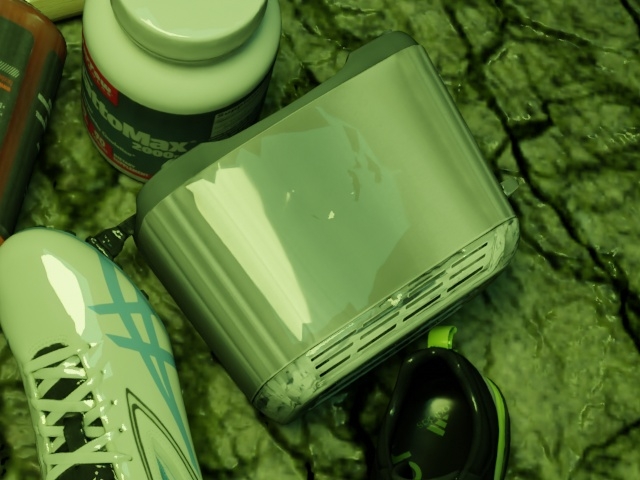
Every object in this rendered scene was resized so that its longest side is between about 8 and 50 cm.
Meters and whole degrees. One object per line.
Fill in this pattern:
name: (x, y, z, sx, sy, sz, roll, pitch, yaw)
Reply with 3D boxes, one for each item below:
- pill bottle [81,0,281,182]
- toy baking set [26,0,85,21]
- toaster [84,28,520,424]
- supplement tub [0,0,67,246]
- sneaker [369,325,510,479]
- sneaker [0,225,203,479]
pill bottle: (-0.078, -0.108, 0.913, 0.108, 0.180, 0.108, 3, 71, -7)
toy baking set: (-0.151, -0.229, 1.023, 0.256, 0.030, 0.196, -13, 74, -13)
toaster: (0.000, 0.000, 0.918, 0.227, 0.129, 0.146, -32, 81, -16)
supplement tub: (-0.213, -0.038, 0.909, 0.106, 0.106, 0.198, 15, 69, -3)
sneaker: (0.048, 0.157, 0.871, 0.084, 0.097, 0.234, -3, 60, 17)
sneaker: (-0.112, 0.104, 0.860, 0.085, 0.086, 0.237, -21, 90, 14)
